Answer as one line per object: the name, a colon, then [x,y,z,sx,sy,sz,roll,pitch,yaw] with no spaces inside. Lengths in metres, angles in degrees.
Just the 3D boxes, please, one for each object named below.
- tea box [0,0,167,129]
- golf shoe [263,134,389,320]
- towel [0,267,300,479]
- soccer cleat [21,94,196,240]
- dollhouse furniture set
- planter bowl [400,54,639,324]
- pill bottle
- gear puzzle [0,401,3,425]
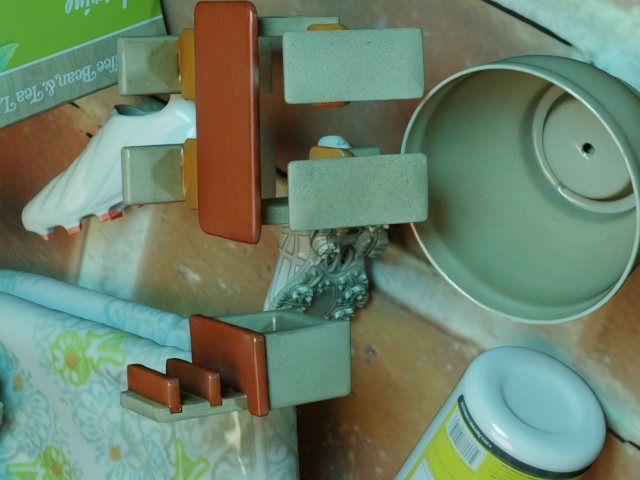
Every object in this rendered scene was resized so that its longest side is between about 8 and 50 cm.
tea box: [-0.325,-0.238,1.357,0.329,0.220,0.323,-1,108,39]
golf shoe: [0.000,0.000,1.336,0.176,0.069,0.086,119,143,-46]
towel: [-0.156,0.202,1.491,0.374,0.090,0.320,13,118,41]
soccer cleat: [-0.151,-0.058,1.414,0.196,0.068,0.076,-22,91,35]
dollhouse furniture set: [-0.057,-0.023,1.211,0.262,0.135,0.259,10,104,61]
planter bowl: [0.145,-0.043,1.158,0.162,0.109,0.162,17,120,32]
pill bottle: [0.108,0.165,1.286,0.103,0.103,0.184,41,130,15]
gear puzzle: [-0.324,0.124,1.533,0.175,0.044,0.339,37,132,33]
